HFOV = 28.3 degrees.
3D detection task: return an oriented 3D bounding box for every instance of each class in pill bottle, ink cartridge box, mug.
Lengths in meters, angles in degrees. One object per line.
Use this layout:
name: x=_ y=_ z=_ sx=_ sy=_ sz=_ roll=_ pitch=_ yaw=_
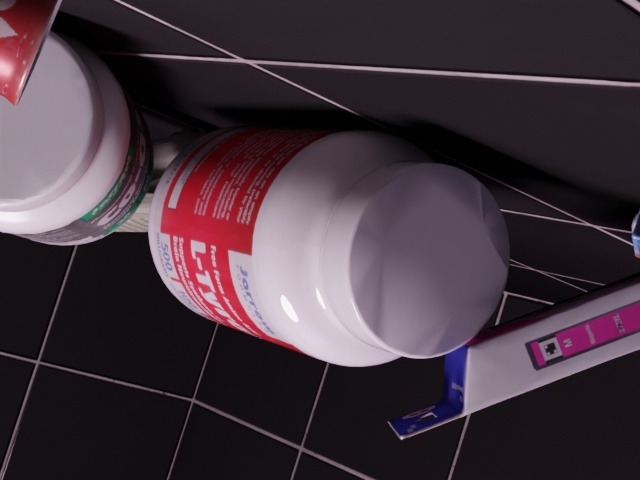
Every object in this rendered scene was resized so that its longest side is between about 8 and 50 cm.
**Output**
pill bottle: x=0.000 y=0.000 z=1.279 sx=0.229 sy=0.229 sz=0.407 roll=20 pitch=176 yaw=-29
ink cartridge box: x=0.233 y=0.091 z=1.199 sx=0.371 sy=0.069 sz=0.176 roll=-23 pitch=177 yaw=-2
mug: x=-0.273 y=-0.177 z=0.893 sx=0.169 sy=0.113 sz=0.150 roll=22 pitch=174 yaw=-14
pill bottle: x=-0.287 y=-0.103 z=1.293 sx=0.204 sy=0.204 sz=0.361 roll=18 pitch=177 yaw=0

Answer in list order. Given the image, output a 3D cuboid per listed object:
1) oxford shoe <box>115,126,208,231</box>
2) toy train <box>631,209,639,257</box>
oxford shoe: x=-0.127 y=-0.078 z=1.635 sx=0.449 sy=0.130 sz=0.169 roll=2 pitch=169 yaw=-38
toy train: x=0.327 y=0.003 z=0.970 sx=0.184 sy=0.080 sz=0.105 roll=16 pitch=170 yaw=21
